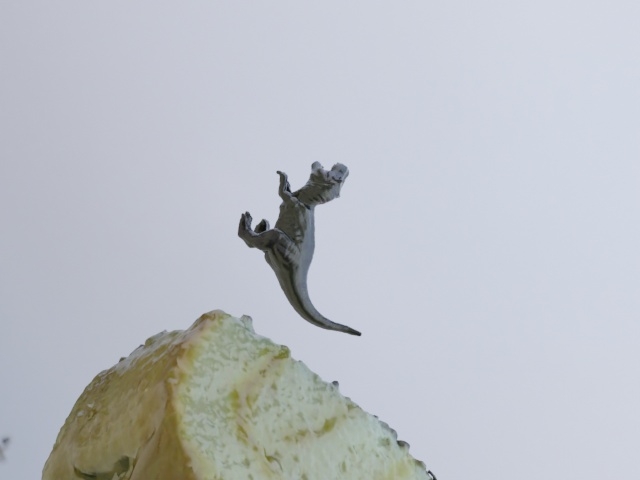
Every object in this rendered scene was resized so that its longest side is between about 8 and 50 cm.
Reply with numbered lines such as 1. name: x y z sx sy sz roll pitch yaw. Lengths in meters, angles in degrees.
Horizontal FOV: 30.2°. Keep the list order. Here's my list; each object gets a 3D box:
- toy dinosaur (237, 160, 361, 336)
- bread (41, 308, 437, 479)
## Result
1. toy dinosaur: 0.000 0.000 1.403 0.179 0.187 0.087 28 3 17
2. bread: -0.056 0.279 1.052 0.395 0.264 0.239 43 -46 -20
